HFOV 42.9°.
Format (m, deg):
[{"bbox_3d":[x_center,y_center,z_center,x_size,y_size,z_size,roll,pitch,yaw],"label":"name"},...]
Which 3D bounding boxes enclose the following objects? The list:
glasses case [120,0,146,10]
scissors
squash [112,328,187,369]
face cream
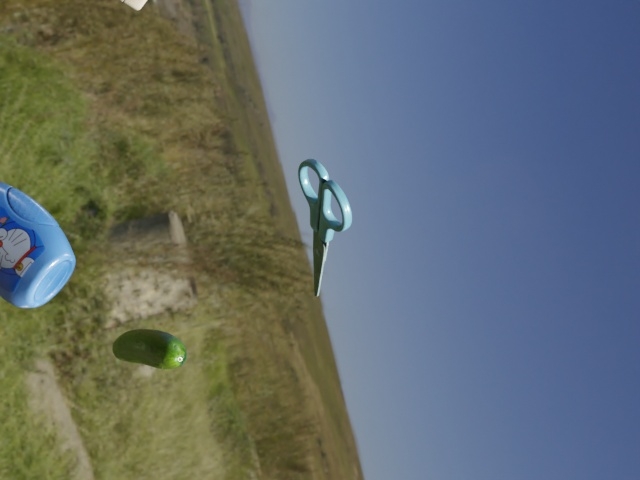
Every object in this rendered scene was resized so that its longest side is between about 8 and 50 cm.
[{"bbox_3d":[-0.298,-0.614,1.596,0.076,0.336,0.144,30,38,-26],"label":"glasses case"},{"bbox_3d":[0.000,0.000,1.953,0.192,0.029,0.447,50,-27,30],"label":"scissors"},{"bbox_3d":[-0.381,0.235,1.792,0.292,0.082,0.082,-3,-78,52],"label":"squash"},{"bbox_3d":[-0.507,-0.014,1.278,0.264,0.149,0.083,37,-2,16],"label":"face cream"}]
